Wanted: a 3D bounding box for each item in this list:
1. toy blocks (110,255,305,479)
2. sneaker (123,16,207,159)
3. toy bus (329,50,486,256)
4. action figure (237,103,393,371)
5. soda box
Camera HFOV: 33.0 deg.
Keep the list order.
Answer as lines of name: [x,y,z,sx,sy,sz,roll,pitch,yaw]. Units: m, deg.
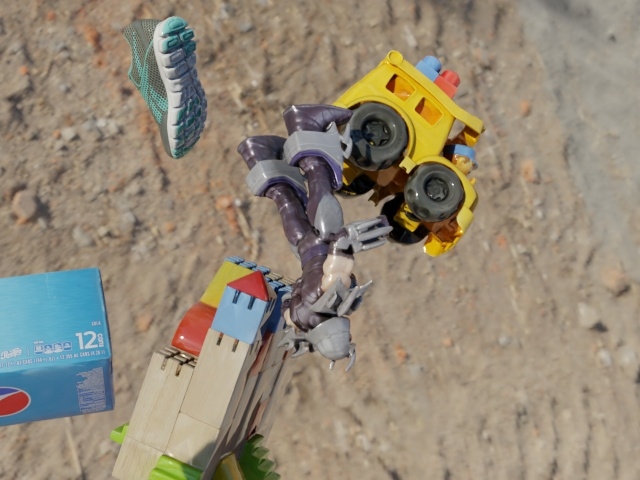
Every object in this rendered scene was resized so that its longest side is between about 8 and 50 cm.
toy blocks: [-0.103,0.141,1.258,0.381,0.190,0.261,-9,120,-77]
sneaker: [-0.170,-0.167,1.160,0.065,0.076,0.166,-42,140,-44]
toy bus: [0.120,-0.121,1.296,0.220,0.149,0.211,41,69,0]
action figure: [0.000,0.000,1.099,0.099,0.185,0.285,8,57,-35]
soda box: [-0.235,0.074,0.659,0.210,0.067,0.071,-6,53,-14]
